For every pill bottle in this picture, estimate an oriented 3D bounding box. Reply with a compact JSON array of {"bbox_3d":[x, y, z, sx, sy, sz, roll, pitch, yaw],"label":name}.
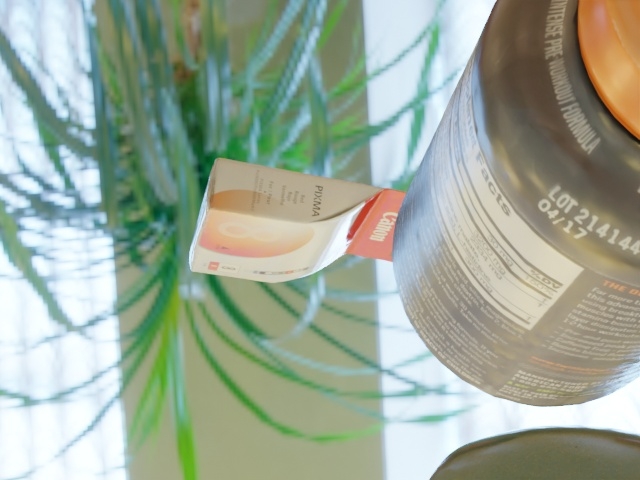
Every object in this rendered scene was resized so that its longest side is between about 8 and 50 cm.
[{"bbox_3d":[0.107,-0.028,0.491,0.130,0.130,0.246,-4,162,-8],"label":"pill bottle"}]

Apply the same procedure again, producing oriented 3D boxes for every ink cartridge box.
[{"bbox_3d":[0.000,0.000,1.007,0.179,0.045,0.145,13,160,-6],"label":"ink cartridge box"}]

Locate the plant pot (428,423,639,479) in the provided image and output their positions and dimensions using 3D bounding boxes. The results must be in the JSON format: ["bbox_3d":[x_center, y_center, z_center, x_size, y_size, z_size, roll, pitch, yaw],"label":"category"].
[{"bbox_3d":[0.195,0.286,1.280,0.195,0.290,0.290,22,-160,31],"label":"plant pot"}]
